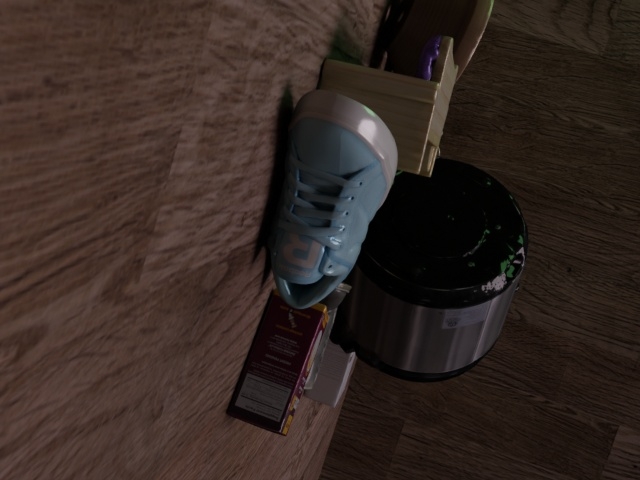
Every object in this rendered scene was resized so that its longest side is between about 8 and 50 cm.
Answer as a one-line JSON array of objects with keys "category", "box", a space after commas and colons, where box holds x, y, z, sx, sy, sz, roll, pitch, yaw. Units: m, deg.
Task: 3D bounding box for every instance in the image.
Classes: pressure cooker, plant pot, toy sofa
[{"category": "pressure cooker", "box": [0.212, 0.087, 2.083, 0.420, 0.369, 0.375, 93, 20, -52]}, {"category": "plant pot", "box": [0.178, -0.342, 1.652, 0.237, 0.109, 0.237, -59, -165, 26]}, {"category": "toy sofa", "box": [0.095, -0.189, 1.402, 0.362, 0.150, 0.177, -23, 126, -80]}]

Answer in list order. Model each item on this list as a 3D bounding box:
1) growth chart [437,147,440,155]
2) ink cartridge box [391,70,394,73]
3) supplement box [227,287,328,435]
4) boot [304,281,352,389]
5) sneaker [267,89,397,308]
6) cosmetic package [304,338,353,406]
[{"category": "growth chart", "box": [0.191, -0.180, 2.169, 0.021, 0.172, 0.237, -24, 144, -29]}, {"category": "ink cartridge box", "box": [0.170, -0.279, 1.950, 0.189, 0.097, 0.255, -63, 179, -49]}, {"category": "supplement box", "box": [-0.057, 0.175, 1.437, 0.104, 0.080, 0.188, 78, 32, -76]}, {"category": "boot", "box": [-0.012, 0.167, 1.840, 0.209, 0.076, 0.189, -64, 170, -6]}, {"category": "sneaker", "box": [0.005, -0.025, 1.204, 0.366, 0.135, 0.150, 91, 17, -61]}, {"category": "cosmetic package", "box": [0.039, 0.252, 2.323, 0.117, 0.085, 0.231, -50, 156, -70]}]
